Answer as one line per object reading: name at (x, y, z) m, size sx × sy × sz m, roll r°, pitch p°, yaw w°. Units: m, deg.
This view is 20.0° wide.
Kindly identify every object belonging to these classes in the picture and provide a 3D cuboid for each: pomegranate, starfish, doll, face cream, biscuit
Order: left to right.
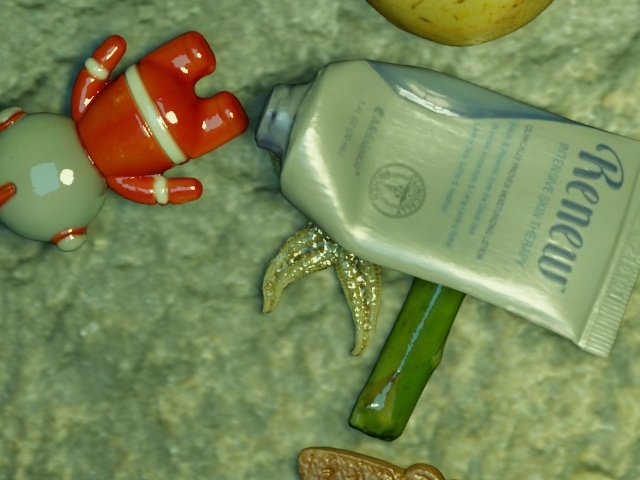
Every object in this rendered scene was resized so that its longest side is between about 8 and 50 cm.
doll at (-0.247, -0.095, 1.978) m, size 0.336 × 0.105 × 0.200 m, roll -29°, pitch 90°, yaw 7°
starfish at (-0.002, 0.000, 1.947) m, size 0.138 × 0.050 × 0.247 m, roll 2°, pitch 90°, yaw 12°
biscuit at (0.087, 0.319, 1.961) m, size 0.280 × 0.043 × 0.183 m, roll 37°, pitch 99°, yaw 13°
face cream at (0.133, -0.058, 1.859) m, size 0.420 × 0.137 × 0.235 m, roll 21°, pitch 72°, yaw 4°
pomegranate at (0.141, -0.320, 1.780) m, size 0.264 × 0.264 × 0.264 m, roll 1°, pitch 95°, yaw 14°

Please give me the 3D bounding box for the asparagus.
asparagus at (0.110, 0.087, 1.923) m, size 0.067 × 0.060 × 0.278 m, roll 22°, pitch 100°, yaw -1°
